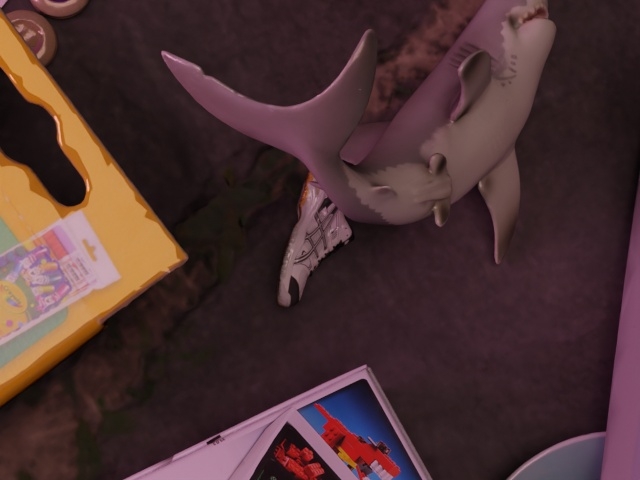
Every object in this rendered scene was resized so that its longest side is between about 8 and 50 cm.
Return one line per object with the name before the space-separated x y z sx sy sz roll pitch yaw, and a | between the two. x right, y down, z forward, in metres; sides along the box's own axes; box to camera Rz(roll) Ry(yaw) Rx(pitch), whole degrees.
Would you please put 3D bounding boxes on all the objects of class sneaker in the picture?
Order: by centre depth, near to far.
sneaker | 0.000 0.000 0.779 0.037 0.032 0.083 19 81 -6

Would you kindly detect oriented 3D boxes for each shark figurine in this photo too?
shark figurine | 0.028 -0.054 0.743 0.116 0.278 0.166 15 114 30

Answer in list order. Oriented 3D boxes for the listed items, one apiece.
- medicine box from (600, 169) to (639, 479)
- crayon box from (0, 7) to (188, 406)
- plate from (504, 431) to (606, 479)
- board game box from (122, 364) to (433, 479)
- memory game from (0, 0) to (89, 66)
medicine box | 0.323 0.041 0.745 0.289 0.149 0.263 13 72 -5
crayon box | -0.255 0.030 0.706 0.323 0.083 0.203 -37 91 -8
plate | 0.167 0.202 0.784 0.188 0.024 0.188 1 84 -8
board game box | 0.009 0.234 0.687 0.193 0.053 0.305 -24 65 -10
memory game | -0.218 -0.165 0.777 0.186 0.012 0.186 1 84 -9
